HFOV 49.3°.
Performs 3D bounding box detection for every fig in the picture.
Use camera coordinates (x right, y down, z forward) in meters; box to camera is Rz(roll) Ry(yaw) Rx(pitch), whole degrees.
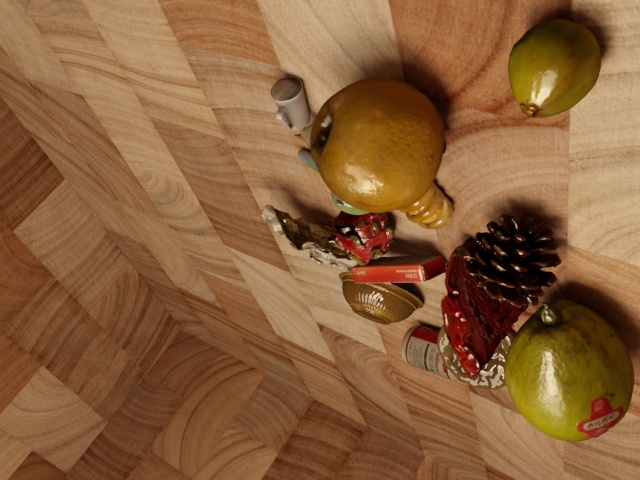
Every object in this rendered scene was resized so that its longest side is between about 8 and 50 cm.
[{"bbox_3d":[0.364,-0.269,1.087,0.136,0.120,0.153,22,129,40],"label":"fig"}]

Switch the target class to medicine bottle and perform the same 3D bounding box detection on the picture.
[{"bbox_3d":[0.376,0.348,2.129,0.250,0.131,0.131,14,147,41],"label":"medicine bottle"}]

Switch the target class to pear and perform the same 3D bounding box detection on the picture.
[{"bbox_3d":[0.561,0.281,1.595,0.287,0.287,0.375,9,134,46],"label":"pear"}]

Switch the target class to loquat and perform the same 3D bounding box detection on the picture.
[{"bbox_3d":[0.122,-0.191,1.387,0.275,0.275,0.275,29,154,16],"label":"loquat"}]

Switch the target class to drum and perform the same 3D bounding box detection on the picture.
[{"bbox_3d":[0.053,-0.159,1.754,0.253,0.130,0.049,54,143,37],"label":"drum"}]

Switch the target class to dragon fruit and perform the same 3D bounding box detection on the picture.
[{"bbox_3d":[0.393,0.169,1.647,0.240,0.330,0.302,-26,115,39],"label":"dragon fruit"},{"bbox_3d":[0.110,-0.014,1.817,0.166,0.160,0.172,-23,128,13],"label":"dragon fruit"}]

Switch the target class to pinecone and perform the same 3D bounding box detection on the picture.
[{"bbox_3d":[0.414,0.034,1.478,0.207,0.208,0.208,29,154,16],"label":"pinecone"}]

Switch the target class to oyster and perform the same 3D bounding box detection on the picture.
[{"bbox_3d":[0.000,-0.002,1.988,0.351,0.115,0.238,14,172,17],"label":"oyster"}]

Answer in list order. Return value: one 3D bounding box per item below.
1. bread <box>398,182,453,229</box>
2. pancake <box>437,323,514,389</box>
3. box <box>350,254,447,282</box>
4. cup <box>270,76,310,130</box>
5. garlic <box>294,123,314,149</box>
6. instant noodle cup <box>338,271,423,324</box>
[{"bbox_3d":[0.228,-0.092,1.611,0.177,0.084,0.119,42,156,-21],"label":"bread"},{"bbox_3d":[0.441,0.311,1.951,0.242,0.050,0.242,10,112,27],"label":"pancake"},{"bbox_3d":[0.208,0.076,1.839,0.229,0.123,0.050,-3,101,38],"label":"box"},{"bbox_3d":[-0.071,-0.304,1.605,0.074,0.104,0.116,10,150,20],"label":"cup"},{"bbox_3d":[0.018,-0.220,1.659,0.198,0.090,0.128,30,167,4],"label":"garlic"},{"bbox_3d":[0.165,0.188,2.090,0.274,0.091,0.274,21,165,6],"label":"instant noodle cup"}]
